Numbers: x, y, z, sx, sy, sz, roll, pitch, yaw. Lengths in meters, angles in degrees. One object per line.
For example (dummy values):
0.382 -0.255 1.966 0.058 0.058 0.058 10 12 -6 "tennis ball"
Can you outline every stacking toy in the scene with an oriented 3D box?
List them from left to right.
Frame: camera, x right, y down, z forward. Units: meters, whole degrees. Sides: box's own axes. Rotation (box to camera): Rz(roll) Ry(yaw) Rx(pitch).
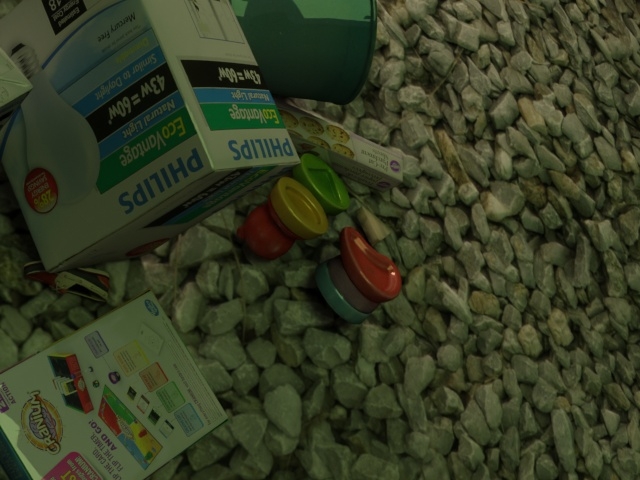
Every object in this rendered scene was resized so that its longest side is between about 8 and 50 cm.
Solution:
0.000 0.000 1.771 0.309 0.130 0.279 44 24 -16 "stacking toy"

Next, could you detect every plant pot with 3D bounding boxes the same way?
-0.072 -0.380 1.715 0.255 0.271 0.271 -2 70 -22 "plant pot"

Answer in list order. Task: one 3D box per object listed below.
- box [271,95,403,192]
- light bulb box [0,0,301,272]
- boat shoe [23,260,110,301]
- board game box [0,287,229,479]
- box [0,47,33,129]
0.016 -0.182 1.860 0.324 0.063 0.067 22 59 -28 "box"
-0.282 -0.191 1.415 0.225 0.358 0.361 -14 78 -59 "light bulb box"
-0.382 0.061 1.458 0.137 0.049 0.043 15 64 -37 "boat shoe"
-0.318 0.244 1.409 0.316 0.064 0.242 -30 89 -42 "board game box"
-0.520 -0.188 1.305 0.169 0.290 0.087 52 50 -9 "box"
